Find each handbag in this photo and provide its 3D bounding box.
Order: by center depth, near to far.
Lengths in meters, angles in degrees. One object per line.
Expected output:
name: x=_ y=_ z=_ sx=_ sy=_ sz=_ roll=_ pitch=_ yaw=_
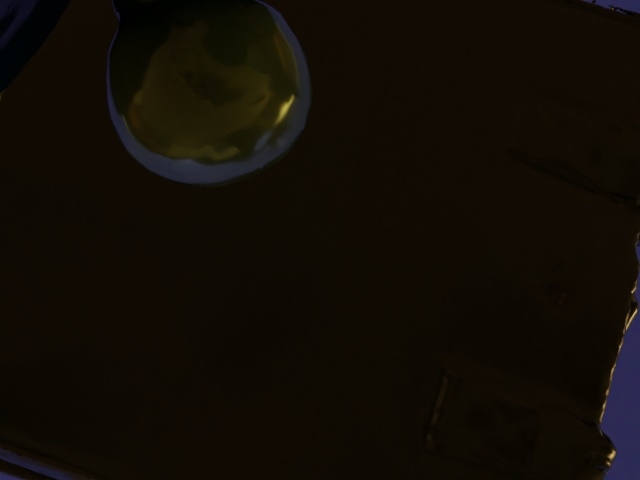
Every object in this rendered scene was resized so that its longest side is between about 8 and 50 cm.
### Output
handbag: x=0.000 y=-0.001 z=0.655 sx=0.260 sy=0.079 sz=0.247 roll=19 pitch=-113 yaw=0

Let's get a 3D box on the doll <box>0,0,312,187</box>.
doll: x=-0.101 y=-0.105 z=0.368 sx=0.322 sy=0.186 sz=0.198 roll=-3 pitch=-95 yaw=11
